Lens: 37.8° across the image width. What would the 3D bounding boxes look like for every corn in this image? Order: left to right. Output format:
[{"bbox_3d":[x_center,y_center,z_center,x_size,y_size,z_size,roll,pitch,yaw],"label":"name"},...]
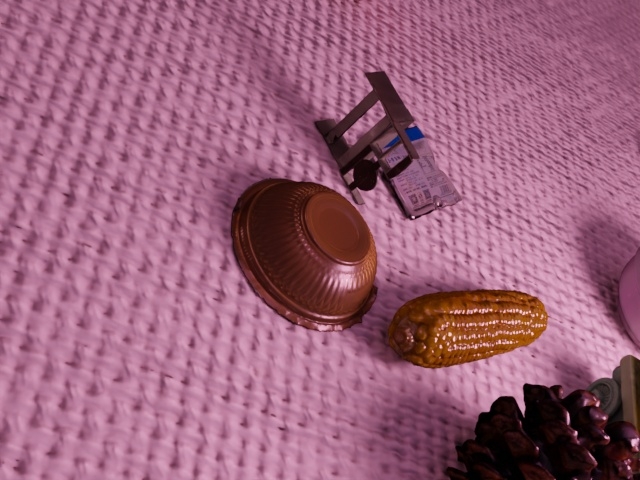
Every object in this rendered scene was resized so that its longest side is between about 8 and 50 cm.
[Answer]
[{"bbox_3d":[0.246,0.135,1.512,0.363,0.120,0.120,-5,64,-45],"label":"corn"}]

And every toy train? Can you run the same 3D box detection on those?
[{"bbox_3d":[0.550,0.337,1.539,0.150,0.237,0.368,30,45,-19],"label":"toy train"}]

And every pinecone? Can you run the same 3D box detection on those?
[{"bbox_3d":[0.342,0.344,1.344,0.298,0.242,0.296,36,44,-7],"label":"pinecone"}]

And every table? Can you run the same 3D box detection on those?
[{"bbox_3d":[0.087,-0.171,1.571,0.062,0.146,0.175,-14,71,-46],"label":"table"}]

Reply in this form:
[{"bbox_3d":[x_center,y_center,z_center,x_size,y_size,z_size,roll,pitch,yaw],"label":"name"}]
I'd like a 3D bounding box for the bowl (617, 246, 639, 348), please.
[{"bbox_3d":[0.714,0.139,1.902,0.287,0.144,0.286,23,48,-27],"label":"bowl"}]

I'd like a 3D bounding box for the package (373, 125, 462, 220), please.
[{"bbox_3d":[0.173,-0.128,1.709,0.171,0.027,0.173,-20,74,-44],"label":"package"}]

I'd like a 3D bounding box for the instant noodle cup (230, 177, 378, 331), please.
[{"bbox_3d":[0.000,0.000,1.412,0.274,0.091,0.273,22,49,-28],"label":"instant noodle cup"}]
